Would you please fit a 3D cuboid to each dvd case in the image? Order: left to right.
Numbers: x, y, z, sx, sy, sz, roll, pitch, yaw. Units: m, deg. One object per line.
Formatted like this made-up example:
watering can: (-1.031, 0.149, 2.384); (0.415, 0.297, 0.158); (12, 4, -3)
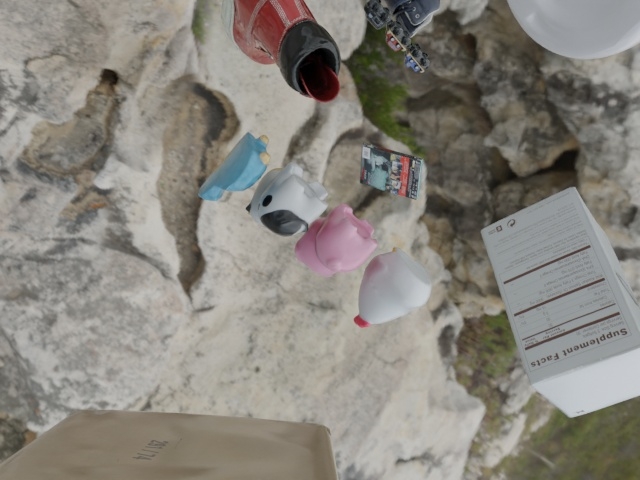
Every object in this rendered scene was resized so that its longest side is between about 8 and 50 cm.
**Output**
dvd case: (0.130, -0.129, 1.289); (0.013, 0.119, 0.087); (-49, 149, -45)

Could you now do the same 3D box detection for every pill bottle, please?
pill bottle: (0.298, -0.269, 0.622); (0.272, 0.152, 0.152); (-30, 127, -36)

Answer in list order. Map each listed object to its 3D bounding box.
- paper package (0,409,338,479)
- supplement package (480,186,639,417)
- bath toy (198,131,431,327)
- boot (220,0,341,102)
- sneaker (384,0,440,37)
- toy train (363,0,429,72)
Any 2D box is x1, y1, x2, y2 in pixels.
paper package: (-0.135, 0.274, 0.634); (0.309, 0.325, 0.168); (3, 88, -1)
supplement package: (0.242, 0.059, 0.666); (0.105, 0.179, 0.105); (-27, 139, 23)
bath toy: (0.000, 0.000, 0.975); (0.348, 0.151, 0.129); (39, 108, -15)
boot: (-0.038, -0.213, 0.785); (0.088, 0.176, 0.244); (-29, 174, -4)
sneaker: (0.094, -0.409, 1.143); (0.226, 0.086, 0.163); (-15, 93, -4)
toy train: (0.119, -0.313, 1.072); (0.036, 0.027, 0.158); (-29, 133, 29)
